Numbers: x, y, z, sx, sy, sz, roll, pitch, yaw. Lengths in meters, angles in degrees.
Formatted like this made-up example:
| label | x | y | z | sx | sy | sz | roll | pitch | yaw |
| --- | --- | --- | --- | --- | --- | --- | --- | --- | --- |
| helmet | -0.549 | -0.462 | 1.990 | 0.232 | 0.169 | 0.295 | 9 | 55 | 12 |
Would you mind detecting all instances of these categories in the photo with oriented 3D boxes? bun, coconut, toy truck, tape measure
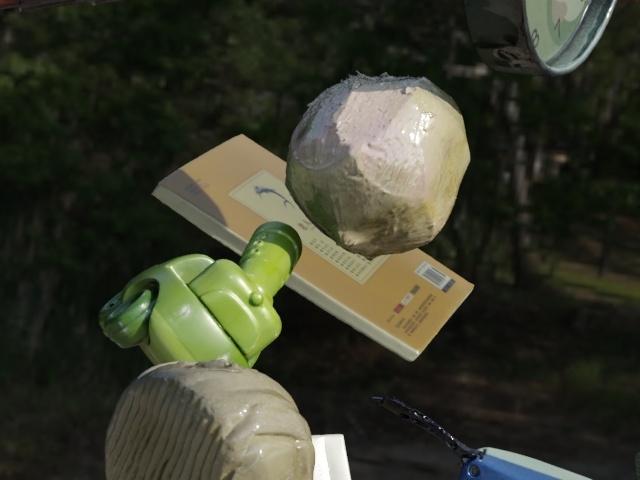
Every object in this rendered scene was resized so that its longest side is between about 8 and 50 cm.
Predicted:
| label | x | y | z | sx | sy | sz | roll | pitch | yaw |
| --- | --- | --- | --- | --- | --- | --- | --- | --- | --- |
| bun | -0.069 | 0.164 | 1.084 | 0.113 | 0.166 | 0.173 | -5 | -22 | -43 |
| coconut | 0.055 | -0.071 | 1.539 | 0.194 | 0.194 | 0.194 | 8 | -1 | 0 |
| toy truck | -0.106 | 0.074 | 1.490 | 0.211 | 0.148 | 0.187 | -35 | 11 | 8 |
| tape measure | 0.198 | 0.350 | 1.978 | 0.351 | 0.215 | 0.098 | 20 | 20 | 10 |

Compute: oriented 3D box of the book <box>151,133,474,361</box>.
| label | x | y | z | sx | sy | sz | roll | pitch | yaw |
| --- | --- | --- | --- | --- | --- | --- | --- | --- | --- |
| book | 0.000 | 0.000 | 1.964 | 0.389 | 0.032 | 0.269 | 33 | 26 | 9 |

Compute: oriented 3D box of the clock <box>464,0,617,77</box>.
| label | x | y | z | sx | sy | sz | roll | pitch | yaw |
| --- | --- | --- | --- | --- | --- | --- | --- | --- | --- |
| clock | 0.237 | -0.318 | 1.523 | 0.066 | 0.318 | 0.319 | 16 | 3 | 28 |

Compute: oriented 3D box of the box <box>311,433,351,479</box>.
| label | x | y | z | sx | sy | sz | roll | pitch | yaw |
| --- | --- | --- | --- | --- | --- | --- | --- | --- | --- |
| box | -0.078 | 0.394 | 2.388 | 0.257 | 0.164 | 0.069 | -1 | -22 | -24 |

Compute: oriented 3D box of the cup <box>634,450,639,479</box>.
| label | x | y | z | sx | sy | sz | roll | pitch | yaw |
| --- | --- | --- | --- | --- | --- | --- | --- | --- | --- |
| cup | 0.436 | 0.317 | 1.961 | 0.055 | 0.083 | 0.075 | -14 | -46 | 19 |

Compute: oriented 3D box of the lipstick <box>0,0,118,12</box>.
| label | x | y | z | sx | sy | sz | roll | pitch | yaw |
| --- | --- | --- | --- | --- | --- | --- | --- | --- | --- |
| lipstick | -0.341 | -0.374 | 2.192 | 0.300 | 0.081 | 0.081 | -9 | 1 | -4 |

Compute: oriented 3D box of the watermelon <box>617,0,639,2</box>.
| label | x | y | z | sx | sy | sz | roll | pitch | yaw |
| --- | --- | --- | --- | --- | --- | --- | --- | --- | --- |
| watermelon | 0.469 | -0.403 | 2.155 | 0.264 | 0.151 | 0.302 | -3 | -17 | -10 |
